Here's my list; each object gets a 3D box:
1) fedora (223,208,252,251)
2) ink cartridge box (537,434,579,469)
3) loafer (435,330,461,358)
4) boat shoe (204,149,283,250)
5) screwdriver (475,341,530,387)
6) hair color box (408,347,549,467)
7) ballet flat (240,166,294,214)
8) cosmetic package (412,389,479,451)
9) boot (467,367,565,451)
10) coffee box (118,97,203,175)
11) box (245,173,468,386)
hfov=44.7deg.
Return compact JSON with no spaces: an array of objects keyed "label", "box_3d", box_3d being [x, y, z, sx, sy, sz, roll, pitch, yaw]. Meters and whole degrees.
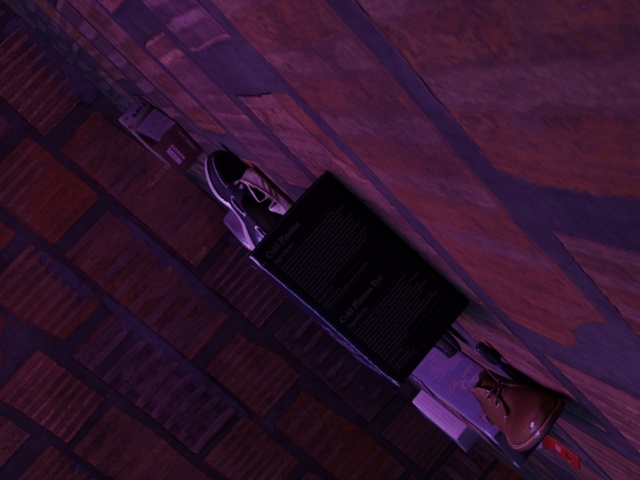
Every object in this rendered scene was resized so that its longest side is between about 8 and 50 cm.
[{"label":"fedora","box_3d":[-0.185,-0.039,2.261,0.275,0.124,0.244,42,173,0]},{"label":"ink cartridge box","box_3d":[0.510,0.479,1.882,0.232,0.066,0.189,43,175,29]},{"label":"loafer","box_3d":[0.166,0.154,1.592,0.267,0.084,0.096,43,-177,0]},{"label":"boat shoe","box_3d":[-0.162,-0.098,1.816,0.302,0.114,0.091,54,143,6]},{"label":"screwdriver","box_3d":[0.348,0.239,1.420,0.170,0.024,0.025,37,146,-12]},{"label":"hair color box","box_3d":[0.323,0.338,1.784,0.374,0.113,0.185,34,170,46]},{"label":"ballet flat","box_3d":[-0.112,-0.096,1.759,0.168,0.052,0.057,43,173,-12]},{"label":"cosmetic package","box_3d":[0.352,0.421,1.991,0.151,0.151,0.183,37,172,30]},{"label":"boot","box_3d":[0.335,0.292,1.385,0.115,0.112,0.305,42,172,2]},{"label":"coffee box","box_3d":[-0.470,-0.307,2.283,0.246,0.098,0.141,35,171,45]},{"label":"box","box_3d":[0.043,0.067,1.357,0.312,0.179,0.343,41,174,-4]}]
